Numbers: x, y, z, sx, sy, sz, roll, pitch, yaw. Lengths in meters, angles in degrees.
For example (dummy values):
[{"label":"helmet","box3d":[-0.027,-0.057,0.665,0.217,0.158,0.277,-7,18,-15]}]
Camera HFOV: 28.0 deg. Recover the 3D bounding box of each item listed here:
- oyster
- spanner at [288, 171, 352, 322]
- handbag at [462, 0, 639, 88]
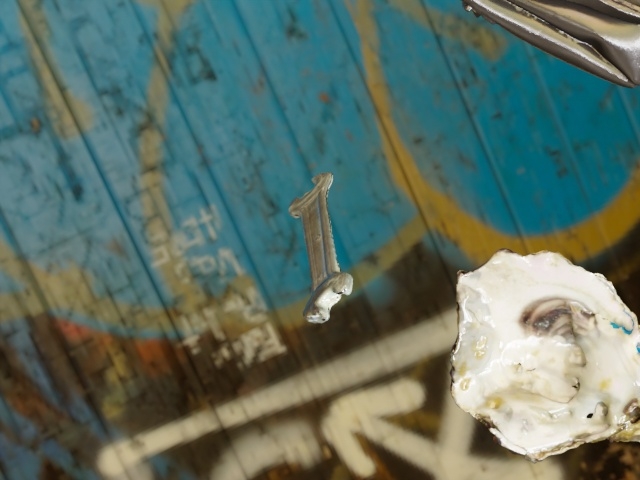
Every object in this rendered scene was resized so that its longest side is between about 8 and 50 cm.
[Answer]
[{"label":"oyster","box3d":[0.237,0.113,1.322,0.214,0.223,0.083,-6,-173,1]},{"label":"spanner","box3d":[0.000,0.000,1.388,0.071,0.017,0.302,-41,-158,14]},{"label":"handbag","box3d":[0.299,-0.334,1.385,0.113,0.257,0.285,-101,-146,-69]}]
